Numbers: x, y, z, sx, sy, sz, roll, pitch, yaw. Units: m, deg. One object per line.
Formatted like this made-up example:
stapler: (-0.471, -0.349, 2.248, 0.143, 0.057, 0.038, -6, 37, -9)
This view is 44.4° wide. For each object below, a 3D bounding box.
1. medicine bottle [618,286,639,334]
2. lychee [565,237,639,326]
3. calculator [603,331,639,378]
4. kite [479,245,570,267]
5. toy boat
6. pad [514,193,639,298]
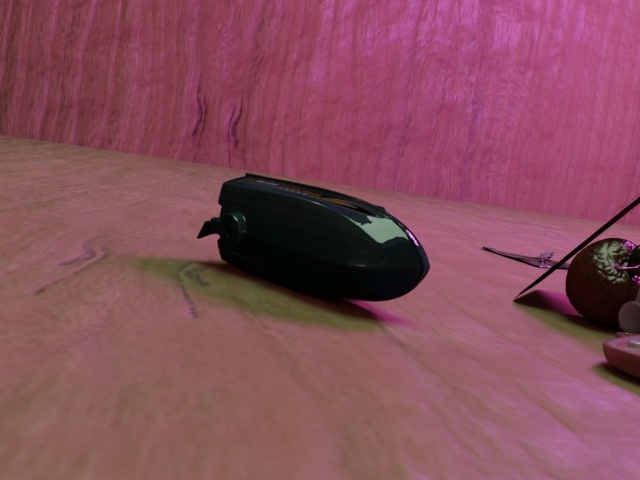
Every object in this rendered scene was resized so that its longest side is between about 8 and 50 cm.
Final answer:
medicine bottle: (0.424, 0.073, 0.877, 0.221, 0.092, 0.061, 3, 20, -33)
lychee: (0.342, 0.051, 0.905, 0.114, 0.101, 0.140, -34, 10, -26)
calculator: (0.410, 0.126, 0.675, 0.220, 0.048, 0.330, 0, 9, -41)
kite: (0.411, 0.031, 1.457, 0.229, 0.012, 0.250, 13, 8, 19)
toy boat: (0.001, -0.001, 0.866, 0.296, 0.114, 0.122, 15, 19, 42)
pad: (0.409, 0.002, 1.059, 0.323, 0.250, 0.055, 12, 41, -48)
